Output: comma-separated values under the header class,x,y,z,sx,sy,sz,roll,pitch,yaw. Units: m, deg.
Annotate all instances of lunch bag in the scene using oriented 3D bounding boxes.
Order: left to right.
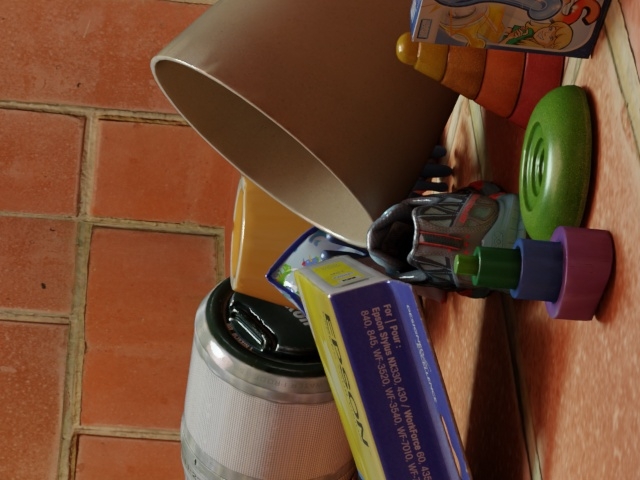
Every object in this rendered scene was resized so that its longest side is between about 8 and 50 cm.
class,x,y,z,sx,sy,sz,roll,pitch,yaw
lunch bag,0.042,0.024,1.978,0.151,0.096,0.129,-49,-27,0

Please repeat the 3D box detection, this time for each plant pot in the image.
class,x,y,z,sx,sy,sz,roll,pitch,yaw
plant pot,0.000,0.000,2.177,0.205,0.188,0.205,-176,90,-83
plant pot,0.035,-0.177,1.749,0.274,0.256,0.256,-50,1,-11

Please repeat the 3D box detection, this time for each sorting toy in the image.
class,x,y,z,sx,sy,sz,roll,pitch,yaw
sorting toy,0.128,-0.073,1.487,0.365,0.126,0.127,-94,11,-52

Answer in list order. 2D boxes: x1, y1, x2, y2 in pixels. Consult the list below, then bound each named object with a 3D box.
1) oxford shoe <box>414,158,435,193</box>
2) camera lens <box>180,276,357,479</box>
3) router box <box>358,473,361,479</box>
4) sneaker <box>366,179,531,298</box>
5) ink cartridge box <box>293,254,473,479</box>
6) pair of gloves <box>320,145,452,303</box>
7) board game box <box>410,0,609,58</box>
class,x,y,z,sx,sy,sz,roll,pitch,yaw
oxford shoe,0.078,-0.147,2.049,0.271,0.097,0.098,-95,18,-53
camera lens,-0.049,0.184,2.324,0.219,0.219,0.274,-95,12,-52
router box,0.071,0.150,2.086,0.133,0.046,0.179,-92,10,-45
sneaker,0.099,-0.008,1.664,0.262,0.125,0.104,160,116,-82
ink cartridge box,0.066,0.172,1.648,0.307,0.072,0.303,-140,33,-83
pair of gloves,0.065,-0.025,1.894,0.023,0.159,0.198,-8,78,48
board game box,0.147,-0.215,1.383,0.201,0.136,0.035,102,170,-49
